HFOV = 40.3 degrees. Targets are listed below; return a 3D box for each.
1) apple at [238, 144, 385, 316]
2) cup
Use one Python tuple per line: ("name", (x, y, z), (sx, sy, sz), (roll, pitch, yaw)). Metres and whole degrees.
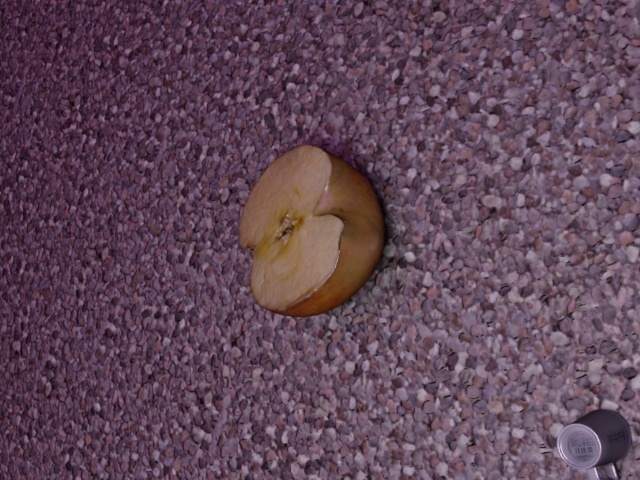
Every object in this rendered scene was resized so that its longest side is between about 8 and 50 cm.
("apple", (0.000, 0.000, 1.491), (0.251, 0.163, 0.292), (-35, 49, 36))
("cup", (0.379, 0.290, 1.198), (0.074, 0.116, 0.104), (-20, 77, 33))
